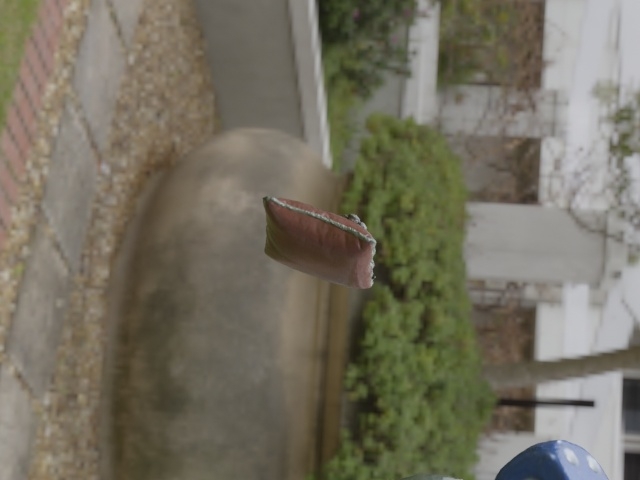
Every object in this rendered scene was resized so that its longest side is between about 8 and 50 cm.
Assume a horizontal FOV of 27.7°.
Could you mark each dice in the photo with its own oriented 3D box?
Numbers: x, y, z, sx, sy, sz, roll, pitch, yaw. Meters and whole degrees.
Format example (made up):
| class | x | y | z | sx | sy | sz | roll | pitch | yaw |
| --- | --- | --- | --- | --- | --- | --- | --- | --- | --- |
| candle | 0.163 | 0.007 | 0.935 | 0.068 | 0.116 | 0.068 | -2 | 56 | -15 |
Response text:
| class | x | y | z | sx | sy | sz | roll | pitch | yaw |
| --- | --- | --- | --- | --- | --- | --- | --- | --- | --- |
| dice | 0.353 | 0.393 | 1.938 | 0.146 | 0.143 | 0.146 | 27 | 32 | -43 |

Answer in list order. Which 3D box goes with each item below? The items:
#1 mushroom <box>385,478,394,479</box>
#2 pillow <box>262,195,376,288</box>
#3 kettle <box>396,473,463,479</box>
| class | x | y | z | sx | sy | sz | roll | pitch | yaw |
| --- | --- | --- | --- | --- | --- | --- | --- | --- | --- |
| mushroom | 0.088 | 0.467 | 1.790 | 0.068 | 0.043 | 0.306 | -48 | -153 | 40 |
| pillow | 0.000 | 0.000 | 1.930 | 0.171 | 0.179 | 0.075 | 92 | 20 | -62 |
| kettle | 0.169 | 0.438 | 1.608 | 0.255 | 0.240 | 0.165 | -91 | -167 | -55 |
